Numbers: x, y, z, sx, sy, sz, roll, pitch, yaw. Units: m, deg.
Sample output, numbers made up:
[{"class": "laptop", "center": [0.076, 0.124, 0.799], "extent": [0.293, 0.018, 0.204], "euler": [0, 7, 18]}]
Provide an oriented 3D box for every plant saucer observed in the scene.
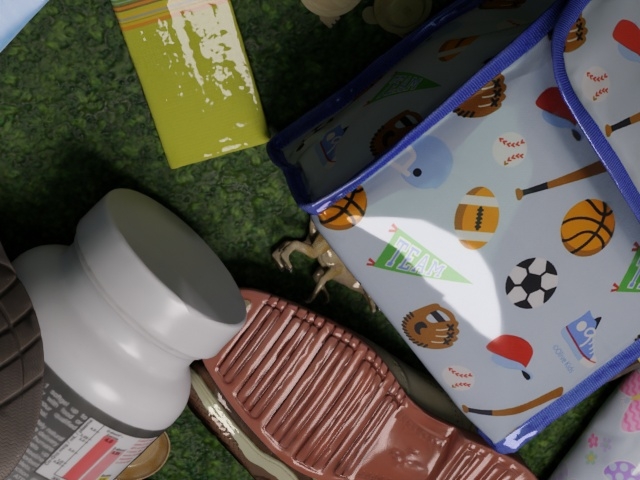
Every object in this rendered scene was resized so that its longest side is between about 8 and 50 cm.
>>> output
[{"class": "plant saucer", "center": [-0.197, 0.211, 1.628], "extent": [0.083, 0.015, 0.083], "euler": [-6, 122, -9]}]

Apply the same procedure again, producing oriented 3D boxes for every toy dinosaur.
[{"class": "toy dinosaur", "center": [0.000, 0.000, 1.537], "extent": [0.092, 0.053, 0.183], "euler": [-31, 119, -13]}]

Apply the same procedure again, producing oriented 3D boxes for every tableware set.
[{"class": "tableware set", "center": [0.063, -0.255, 1.407], "extent": [0.141, 0.020, 0.169], "euler": [22, 112, -25]}]

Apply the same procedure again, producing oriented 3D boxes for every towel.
[{"class": "towel", "center": [-0.121, -0.178, 1.414], "extent": [0.102, 0.021, 0.237], "euler": [-15, 123, 3]}]

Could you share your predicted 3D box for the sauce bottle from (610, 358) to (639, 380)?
[{"class": "sauce bottle", "center": [0.315, 0.076, 1.602], "extent": [0.344, 0.111, 0.111], "euler": [-29, 122, 10]}]

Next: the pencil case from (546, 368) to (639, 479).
[{"class": "pencil case", "center": [0.340, 0.227, 1.691], "extent": [0.113, 0.124, 0.273], "euler": [9, 119, -47]}]

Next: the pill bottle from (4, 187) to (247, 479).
[{"class": "pill bottle", "center": [-0.252, 0.136, 1.456], "extent": [0.363, 0.210, 0.210], "euler": [-44, 120, 15]}]

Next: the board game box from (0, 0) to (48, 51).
[{"class": "board game box", "center": [-0.260, -0.240, 1.177], "extent": [0.308, 0.302, 0.086], "euler": [-44, 119, 14]}]

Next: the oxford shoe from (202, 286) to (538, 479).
[{"class": "oxford shoe", "center": [0.042, 0.170, 1.587], "extent": [0.397, 0.146, 0.140], "euler": [38, 101, -14]}]

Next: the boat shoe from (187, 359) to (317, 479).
[{"class": "boat shoe", "center": [-0.049, 0.195, 1.619], "extent": [0.095, 0.095, 0.257], "euler": [-43, 123, -10]}]

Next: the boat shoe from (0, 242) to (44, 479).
[{"class": "boat shoe", "center": [-0.329, 0.062, 1.341], "extent": [0.132, 0.355, 0.130], "euler": [11, 141, -39]}]

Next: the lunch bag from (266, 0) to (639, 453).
[{"class": "lunch bag", "center": [0.205, -0.057, 1.408], "extent": [0.385, 0.239, 0.328], "euler": [-37, 114, 2]}]
